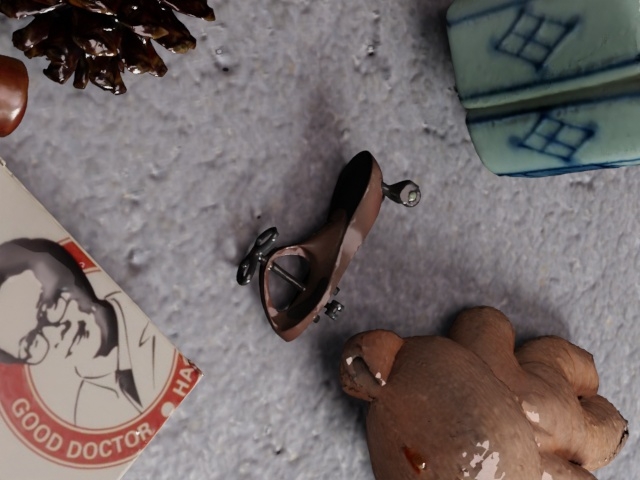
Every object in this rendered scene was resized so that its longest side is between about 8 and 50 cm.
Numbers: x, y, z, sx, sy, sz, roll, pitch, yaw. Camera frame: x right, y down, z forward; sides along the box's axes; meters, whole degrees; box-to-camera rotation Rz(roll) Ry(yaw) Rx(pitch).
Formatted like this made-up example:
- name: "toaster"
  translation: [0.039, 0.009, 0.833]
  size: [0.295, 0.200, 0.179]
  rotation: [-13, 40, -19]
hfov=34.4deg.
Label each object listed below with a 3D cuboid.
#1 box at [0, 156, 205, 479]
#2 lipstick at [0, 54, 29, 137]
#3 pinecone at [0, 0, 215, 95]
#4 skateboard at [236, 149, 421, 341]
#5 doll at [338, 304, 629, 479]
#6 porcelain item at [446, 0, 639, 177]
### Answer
- name: "box"
  translation: [-0.250, 0.140, 0.584]
  size: [0.214, 0.069, 0.353]
  rotation: [51, 62, -26]
- name: "lipstick"
  translation: [-0.299, -0.110, 0.531]
  size: [0.299, 0.081, 0.081]
  rotation: [11, 88, -33]
- name: "pinecone"
  translation: [-0.132, -0.152, 0.615]
  size: [0.140, 0.140, 0.121]
  rotation: [7, 124, -34]
- name: "skateboard"
  translation: [0.000, 0.000, 0.759]
  size: [0.080, 0.067, 0.151]
  rotation: [36, 79, -22]
- name: "doll"
  translation: [0.137, 0.161, 0.838]
  size: [0.303, 0.156, 0.201]
  rotation: [2, 52, -52]
- name: "porcelain item"
  translation: [0.262, -0.149, 0.784]
  size: [0.281, 0.286, 0.157]
  rotation: [-22, 101, -33]
